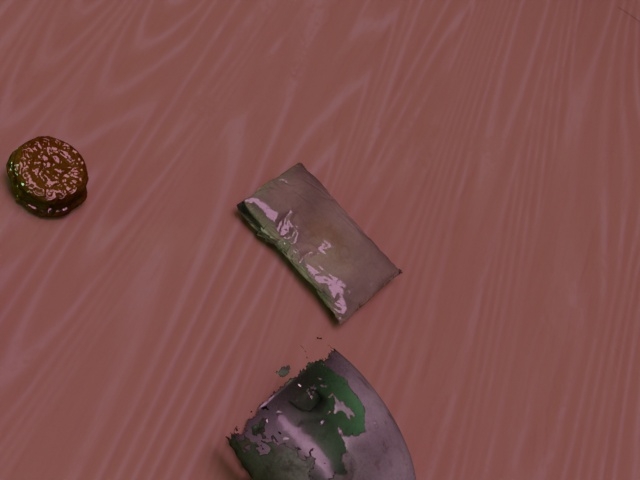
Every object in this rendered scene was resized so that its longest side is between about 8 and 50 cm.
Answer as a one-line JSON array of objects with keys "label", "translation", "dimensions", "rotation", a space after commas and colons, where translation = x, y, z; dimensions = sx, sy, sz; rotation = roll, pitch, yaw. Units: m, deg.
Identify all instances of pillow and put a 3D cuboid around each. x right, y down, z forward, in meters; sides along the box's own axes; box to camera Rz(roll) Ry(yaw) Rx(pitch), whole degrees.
[{"label": "pillow", "translation": [0.000, 0.000, 1.536], "dimensions": [0.229, 0.050, 0.148], "rotation": [49, 55, 0]}]

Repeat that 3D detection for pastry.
[{"label": "pastry", "translation": [-0.348, -0.083, 1.372], "dimensions": [0.109, 0.057, 0.097], "rotation": [23, 55, -16]}]

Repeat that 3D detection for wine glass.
[{"label": "wine glass", "translation": [0.047, 0.303, 1.296], "dimensions": [0.357, 0.190, 0.190], "rotation": [51, 50, 2]}]
